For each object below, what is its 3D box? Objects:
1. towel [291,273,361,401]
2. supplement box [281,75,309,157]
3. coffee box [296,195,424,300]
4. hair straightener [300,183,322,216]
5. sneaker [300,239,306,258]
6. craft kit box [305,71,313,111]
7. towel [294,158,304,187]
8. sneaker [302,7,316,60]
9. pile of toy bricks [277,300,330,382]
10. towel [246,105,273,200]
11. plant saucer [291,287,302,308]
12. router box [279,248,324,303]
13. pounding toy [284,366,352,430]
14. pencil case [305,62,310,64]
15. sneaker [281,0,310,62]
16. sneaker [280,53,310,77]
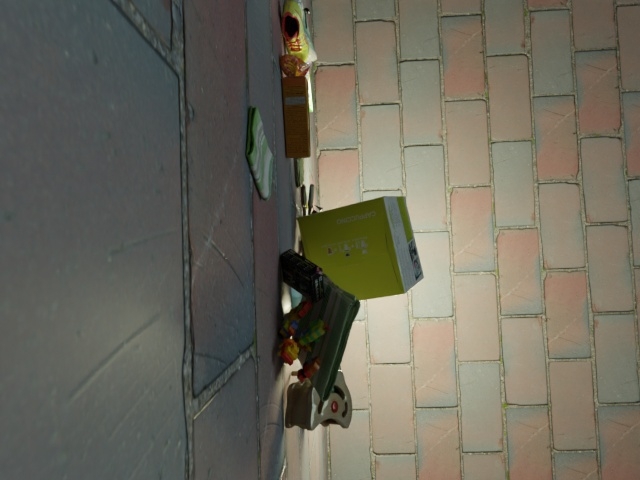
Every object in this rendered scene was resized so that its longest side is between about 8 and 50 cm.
[{"bbox_3d":[0.000,0.217,1.142,0.325,0.038,0.248,-149,-105,-69],"label":"towel"},{"bbox_3d":[-0.070,-0.366,1.341,0.078,0.080,0.234,-75,161,-79],"label":"supplement box"},{"bbox_3d":[0.158,0.031,1.666,0.334,0.337,0.339,-13,91,-66],"label":"coffee box"},{"bbox_3d":[-0.036,-0.118,1.821,0.047,0.088,0.231,7,83,-69],"label":"hair straightener"},{"bbox_3d":[-0.055,0.060,1.709,0.067,0.042,0.119,73,13,-68],"label":"sneaker"},{"bbox_3d":[-0.069,-0.766,2.040,0.250,0.060,0.247,83,8,-61],"label":"craft kit box"},{"bbox_3d":[-0.077,-0.260,1.665,0.148,0.027,0.110,-85,173,-72],"label":"towel"},{"bbox_3d":[-0.067,-0.718,1.562,0.256,0.094,0.151,-83,167,-83],"label":"sneaker"},{"bbox_3d":[-0.026,0.221,1.034,0.118,0.105,0.212,51,11,-13],"label":"pile of toy bricks"},{"bbox_3d":[-0.110,-0.157,0.828,0.152,0.023,0.113,82,5,-65],"label":"towel"},{"bbox_3d":[-0.066,0.158,1.425,0.195,0.037,0.195,-2,90,-87],"label":"plant saucer"},{"bbox_3d":[-0.045,0.088,1.109,0.122,0.038,0.092,31,-42,36],"label":"router box"},{"bbox_3d":[-0.016,0.431,1.191,0.269,0.154,0.154,-2,84,-59],"label":"pounding toy"},{"bbox_3d":[-0.070,-0.735,1.750,0.151,0.070,0.065,-21,133,-86],"label":"pencil case"},{"bbox_3d":[-0.085,-0.629,1.373,0.209,0.081,0.094,75,19,-51],"label":"sneaker"},{"bbox_3d":[-0.091,-0.527,1.341,0.064,0.067,0.175,-59,173,17],"label":"sneaker"}]
